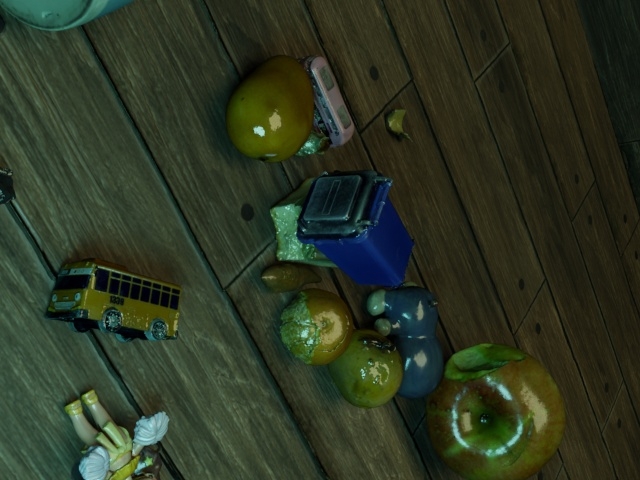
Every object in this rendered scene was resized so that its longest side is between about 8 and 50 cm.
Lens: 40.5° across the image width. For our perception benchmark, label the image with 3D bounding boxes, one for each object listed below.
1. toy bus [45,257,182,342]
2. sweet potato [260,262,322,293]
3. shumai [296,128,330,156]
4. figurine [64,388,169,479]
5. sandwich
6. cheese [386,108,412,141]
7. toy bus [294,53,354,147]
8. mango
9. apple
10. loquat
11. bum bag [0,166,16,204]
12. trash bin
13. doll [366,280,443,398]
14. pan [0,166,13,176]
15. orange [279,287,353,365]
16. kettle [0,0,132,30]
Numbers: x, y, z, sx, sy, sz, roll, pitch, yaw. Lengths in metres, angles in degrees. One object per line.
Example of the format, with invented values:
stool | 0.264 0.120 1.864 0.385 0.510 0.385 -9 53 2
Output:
toy bus | -0.326 0.098 1.390 0.201 0.098 0.114 22 69 -48
sweet potato | -0.063 0.076 1.749 0.206 0.060 0.068 0 123 -52
shumai | -0.021 -0.213 1.807 0.083 0.080 0.082 -22 101 -47
figurine | -0.317 0.351 1.361 0.174 0.115 0.240 -32 104 -50
sandwich | 0.000 0.000 1.790 0.186 0.108 0.220 -44 122 -43
cheese | 0.192 -0.274 2.104 0.060 0.041 0.084 -13 80 -58
toy bus | 0.001 -0.293 1.835 0.063 0.090 0.203 -48 121 -41
mango | -0.087 -0.251 1.688 0.254 0.139 0.176 -54 132 -46
apple | 0.421 0.415 2.090 0.339 0.339 0.340 7 80 -50
loquat | 0.092 0.274 1.832 0.149 0.172 0.204 -28 151 -30
bum bag | -0.493 -0.061 1.255 0.058 0.034 0.124 53 46 -12
trash bin | 0.086 -0.017 1.677 0.234 0.184 0.163 49 52 -43
doll | 0.208 0.232 2.001 0.228 0.154 0.259 -7 98 -54
pan | -0.502 -0.110 1.249 0.115 0.023 0.068 19 69 -39
orange | -0.010 0.176 1.751 0.156 0.134 0.157 3 73 -9
kettle | -0.358 -0.515 1.342 0.319 0.247 0.342 48 39 -3
